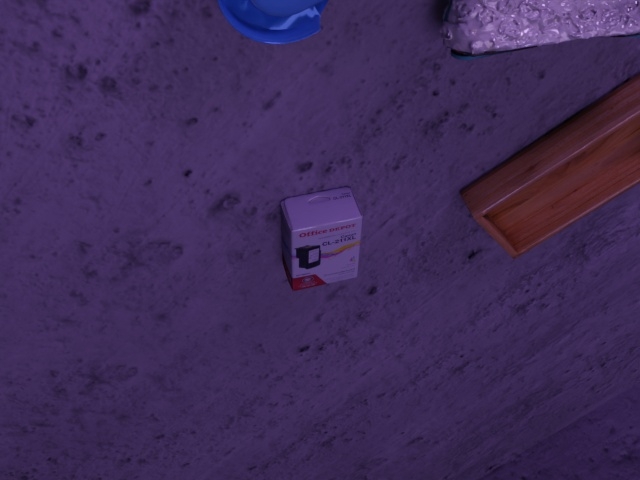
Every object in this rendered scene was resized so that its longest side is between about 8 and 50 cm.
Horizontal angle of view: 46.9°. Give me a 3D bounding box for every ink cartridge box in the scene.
[{"bbox_3d":[0.000,0.000,1.294,0.128,0.072,0.175,-12,143,-10],"label":"ink cartridge box"}]

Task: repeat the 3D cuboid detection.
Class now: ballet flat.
[{"bbox_3d":[0.360,-0.331,1.010,0.409,0.147,0.147,-9,142,-15],"label":"ballet flat"}]

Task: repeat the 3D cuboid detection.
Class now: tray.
[{"bbox_3d":[0.479,-0.137,1.344,0.411,0.076,0.203,-35,140,17],"label":"tray"}]

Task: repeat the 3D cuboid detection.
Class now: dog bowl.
[{"bbox_3d":[0.011,-0.351,0.863,0.297,0.074,0.166,-25,143,7],"label":"dog bowl"}]
